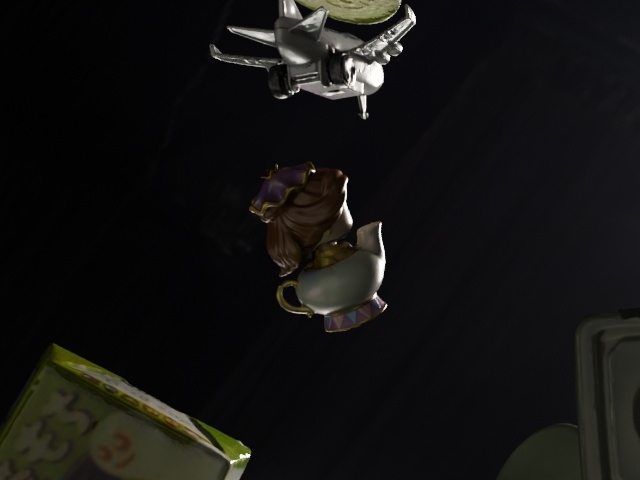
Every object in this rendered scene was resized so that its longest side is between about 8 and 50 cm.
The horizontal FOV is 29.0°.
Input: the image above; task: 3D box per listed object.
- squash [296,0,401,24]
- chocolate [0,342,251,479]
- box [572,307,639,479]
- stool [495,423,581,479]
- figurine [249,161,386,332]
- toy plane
[{"bbox_3d":[0.015,-0.427,1.882,0.252,0.049,0.252,20,-22,8],"label":"squash"},{"bbox_3d":[-0.273,0.312,1.454,0.289,0.300,0.137,28,-11,0],"label":"chocolate"},{"bbox_3d":[0.261,0.143,0.945,0.124,0.172,0.093,-4,-21,15],"label":"box"},{"bbox_3d":[0.365,0.376,1.696,0.199,0.195,0.195,31,-41,-22],"label":"stool"},{"bbox_3d":[0.000,0.000,1.828,0.263,0.190,0.142,66,-16,-12],"label":"figurine"},{"bbox_3d":[0.008,-0.203,1.409,0.251,0.101,0.255,-6,-14,27],"label":"toy plane"}]
